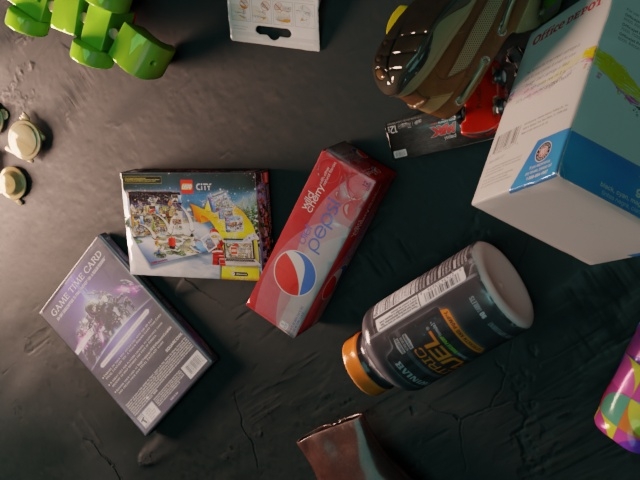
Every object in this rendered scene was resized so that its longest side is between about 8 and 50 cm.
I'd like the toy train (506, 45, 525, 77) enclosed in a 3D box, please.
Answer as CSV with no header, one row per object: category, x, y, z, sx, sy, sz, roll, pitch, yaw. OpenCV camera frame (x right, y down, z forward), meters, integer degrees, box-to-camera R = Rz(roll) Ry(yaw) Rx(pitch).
toy train,0.276,-0.170,1.215,0.027,0.036,0.158,-29,85,18

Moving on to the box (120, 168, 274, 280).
box,-0.183,-0.026,1.453,0.233,0.044,0.159,2,102,24

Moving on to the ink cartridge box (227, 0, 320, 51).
ink cartridge box,-0.058,-0.358,1.337,0.145,0.045,0.179,12,124,22

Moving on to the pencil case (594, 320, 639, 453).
pencil case,0.421,0.150,1.184,0.104,0.104,0.237,23,111,19

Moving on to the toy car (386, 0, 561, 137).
toy car,0.218,-0.256,1.192,0.225,0.053,0.239,-40,55,12

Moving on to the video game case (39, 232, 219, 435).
video game case,-0.310,0.151,1.563,0.274,0.026,0.196,47,116,10

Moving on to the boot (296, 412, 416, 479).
boot,0.097,0.342,1.378,0.248,0.090,0.207,-22,93,31

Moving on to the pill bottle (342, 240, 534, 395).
pill bottle,0.145,0.114,1.285,0.245,0.130,0.130,-35,86,27

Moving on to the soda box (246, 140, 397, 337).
soda box,0.000,0.000,1.353,0.092,0.083,0.263,33,113,15

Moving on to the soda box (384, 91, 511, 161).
soda box,0.172,-0.145,1.254,0.168,0.060,0.053,-11,94,27

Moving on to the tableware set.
tableware set,-0.522,-0.144,1.599,0.141,0.020,0.169,31,111,14

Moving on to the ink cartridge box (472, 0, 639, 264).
ink cartridge box,0.302,-0.119,1.041,0.168,0.171,0.233,25,75,-15

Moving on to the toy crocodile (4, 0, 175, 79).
toy crocodile,-0.362,-0.341,1.445,0.340,0.105,0.115,29,112,21

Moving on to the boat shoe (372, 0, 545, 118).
boat shoe,0.193,-0.283,1.114,0.119,0.122,0.324,32,103,-26
